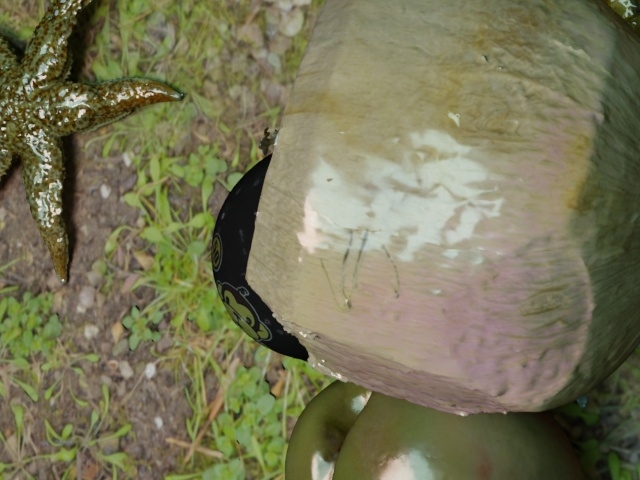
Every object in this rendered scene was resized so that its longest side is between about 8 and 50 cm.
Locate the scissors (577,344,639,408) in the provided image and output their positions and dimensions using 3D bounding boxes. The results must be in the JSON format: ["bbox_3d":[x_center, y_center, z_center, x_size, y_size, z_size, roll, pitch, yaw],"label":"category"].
[{"bbox_3d":[0.174,-0.013,1.835,0.256,0.029,0.383,-38,79,-16],"label":"scissors"}]

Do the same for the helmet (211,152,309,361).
[{"bbox_3d":[0.000,0.000,1.915,0.279,0.160,0.230,-43,68,24],"label":"helmet"}]

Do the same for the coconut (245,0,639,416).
[{"bbox_3d":[0.151,-0.041,1.609,0.405,0.404,0.404,0,89,31],"label":"coconut"}]

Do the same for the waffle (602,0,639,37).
[{"bbox_3d":[0.188,-0.233,1.823,0.307,0.060,0.312,18,91,12],"label":"waffle"}]

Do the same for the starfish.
[{"bbox_3d":[-0.309,-0.134,2.153,0.347,0.078,0.357,-17,81,27],"label":"starfish"}]

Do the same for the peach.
[{"bbox_3d":[0.113,0.237,1.788,0.292,0.292,0.247,-1,54,31],"label":"peach"}]
